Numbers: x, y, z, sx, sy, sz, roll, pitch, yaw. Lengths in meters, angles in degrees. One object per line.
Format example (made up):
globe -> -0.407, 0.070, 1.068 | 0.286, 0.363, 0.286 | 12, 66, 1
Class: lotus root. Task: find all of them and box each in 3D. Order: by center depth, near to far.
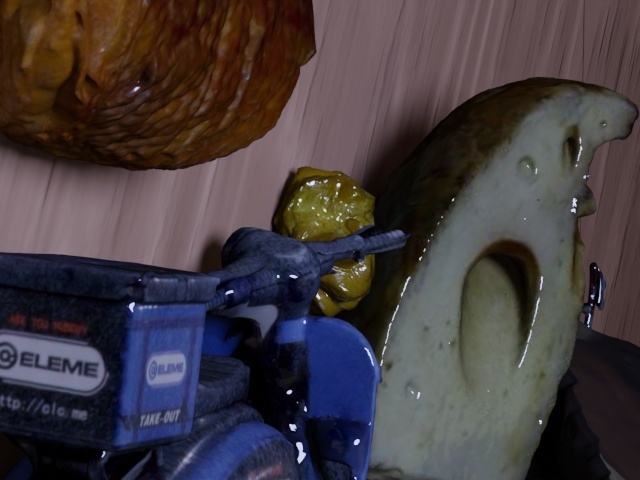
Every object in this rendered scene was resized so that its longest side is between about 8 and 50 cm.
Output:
lotus root -> 0.069, 0.037, 1.167 | 0.142, 0.210, 0.314 | 25, 67, -22

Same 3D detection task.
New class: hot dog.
hot dog -> -0.070, -0.107, 0.781 | 0.227, 0.099, 0.161 | 34, 67, -68

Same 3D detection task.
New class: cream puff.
cream puff -> 0.000, 0.000, 1.077 | 0.058, 0.083, 0.083 | 8, 107, -25

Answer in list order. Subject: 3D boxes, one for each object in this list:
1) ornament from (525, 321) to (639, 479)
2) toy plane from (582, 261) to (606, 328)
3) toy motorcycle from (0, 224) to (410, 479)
ornament -> 0.121, 0.201, 1.183 | 0.260, 0.106, 0.251 | -50, -155, 23
toy plane -> 0.116, 0.112, 1.368 | 0.155, 0.106, 0.382 | 19, 82, -62
toy motorcycle -> -0.049, 0.093, 0.892 | 0.358, 0.125, 0.213 | 2, 96, -71
